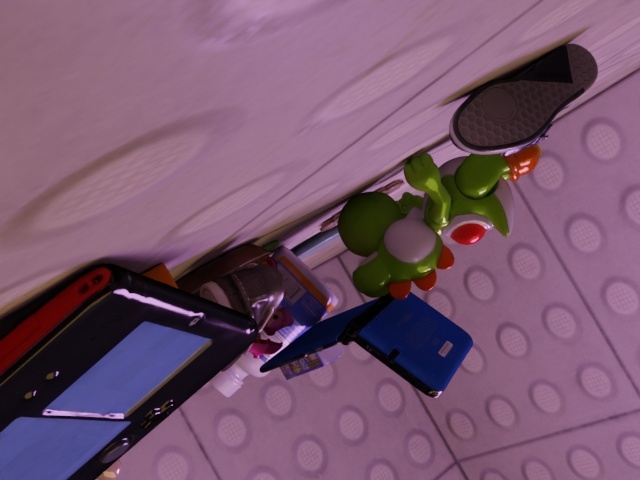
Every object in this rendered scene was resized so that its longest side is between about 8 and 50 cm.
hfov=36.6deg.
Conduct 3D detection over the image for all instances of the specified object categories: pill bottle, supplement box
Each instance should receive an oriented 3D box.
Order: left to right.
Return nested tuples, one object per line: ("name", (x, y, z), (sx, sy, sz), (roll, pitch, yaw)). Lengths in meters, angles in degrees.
("supplement box", (-0.178, 0.067, 1.068), (0.036, 0.062, 0.098), (-30, 178, -21))
("pill bottle", (-0.111, 0.155, 1.784), (0.272, 0.152, 0.152), (-45, 178, -3))

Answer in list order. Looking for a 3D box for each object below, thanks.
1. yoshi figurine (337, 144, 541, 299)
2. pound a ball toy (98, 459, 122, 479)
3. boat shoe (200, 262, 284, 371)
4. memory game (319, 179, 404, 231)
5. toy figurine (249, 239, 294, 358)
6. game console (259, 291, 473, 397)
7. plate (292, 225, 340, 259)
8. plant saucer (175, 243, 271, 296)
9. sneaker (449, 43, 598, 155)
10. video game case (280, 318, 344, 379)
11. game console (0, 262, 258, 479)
("yoshi figurine", (0.168, -0.072, 1.564), (0.362, 0.203, 0.203), (-42, -149, 3))
("pound a ball toy", (-0.448, 0.302, 1.401), (0.319, 0.135, 0.208), (-29, -151, 10))
("boat shoe", (-0.122, 0.111, 1.351), (0.096, 0.112, 0.335), (-24, 171, -19))
("memory game", (0.077, -0.066, 1.820), (0.186, 0.012, 0.186), (-30, 176, -2))
("toy figurine", (-0.103, 0.109, 1.589), (0.173, 0.159, 0.130), (-31, 177, 13))
("game console", (0.085, 0.188, 1.593), (0.173, 0.250, 0.293), (-57, 170, 20))
("plate", (0.000, 0.000, 2.081), (0.188, 0.024, 0.188), (-29, 178, -1))
("plant saucer", (-0.150, 0.048, 1.371), (0.168, 0.029, 0.168), (-31, 178, -1))
("sneaker", (0.217, -0.140, 1.175), (0.226, 0.086, 0.163), (-30, 175, -29))
("video game case", (-0.075, 0.172, 2.103), (0.061, 0.244, 0.269), (-29, 177, -24))
("game console", (-0.249, 0.169, 0.969), (0.342, 0.060, 0.386), (-37, 162, 5))
